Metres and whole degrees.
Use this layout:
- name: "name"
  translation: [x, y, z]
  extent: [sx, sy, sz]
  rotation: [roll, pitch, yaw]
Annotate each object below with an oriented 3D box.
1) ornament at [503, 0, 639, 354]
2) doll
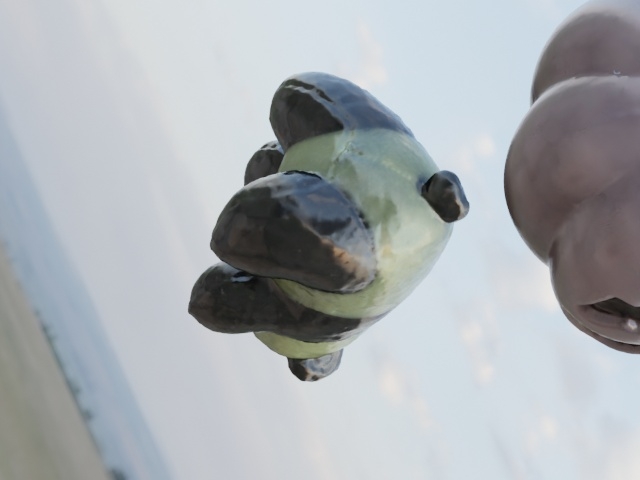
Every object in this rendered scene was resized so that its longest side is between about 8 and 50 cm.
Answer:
- name: "ornament"
  translation: [0.166, -0.028, 0.794]
  extent: [0.177, 0.177, 0.177]
  rotation: [156, -90, -82]
- name: "doll"
  translation: [0.000, 0.000, 1.184]
  extent: [0.135, 0.143, 0.234]
  rotation: [26, -29, -4]
